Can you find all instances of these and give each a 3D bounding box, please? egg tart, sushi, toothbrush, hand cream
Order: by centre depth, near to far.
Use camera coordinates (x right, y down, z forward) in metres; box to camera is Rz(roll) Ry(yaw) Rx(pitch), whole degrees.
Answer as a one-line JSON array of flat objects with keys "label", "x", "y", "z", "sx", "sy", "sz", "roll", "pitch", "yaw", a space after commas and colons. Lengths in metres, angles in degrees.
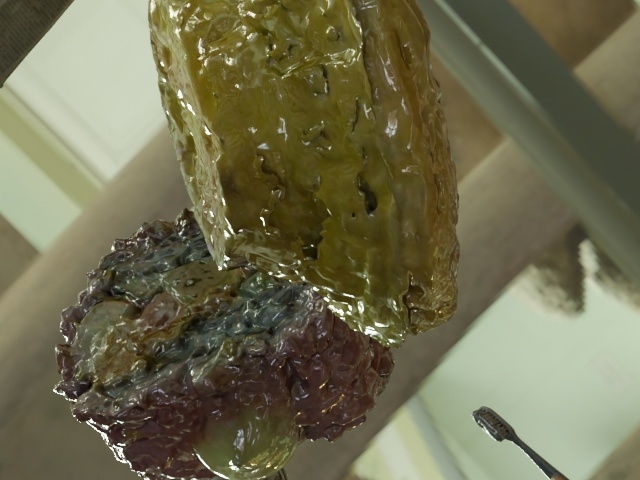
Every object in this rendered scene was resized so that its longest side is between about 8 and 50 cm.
[{"label": "egg tart", "x": -0.019, "y": -0.072, "z": 0.822, "sx": 0.294, "sy": 0.123, "sz": 0.294, "roll": 161, "pitch": 90, "yaw": -80}, {"label": "hand cream", "x": -0.193, "y": -0.172, "z": 1.055, "sx": 0.037, "sy": 0.165, "sz": 0.057, "roll": 30, "pitch": 166, "yaw": 33}, {"label": "sushi", "x": -0.080, "y": 0.099, "z": 1.278, "sx": 0.236, "sy": 0.270, "sz": 0.171, "roll": -112, "pitch": 1, "yaw": -47}, {"label": "toothbrush", "x": 0.295, "y": 0.298, "z": 1.753, "sx": 0.321, "sy": 0.023, "sz": 0.031, "roll": 41, "pitch": -147, "yaw": 24}]

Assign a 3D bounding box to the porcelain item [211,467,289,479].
[{"label": "porcelain item", "x": -0.132, "y": 0.199, "z": 1.629, "sx": 0.288, "sy": 0.138, "sz": 0.186, "roll": 64, "pitch": -160, "yaw": -20}]
